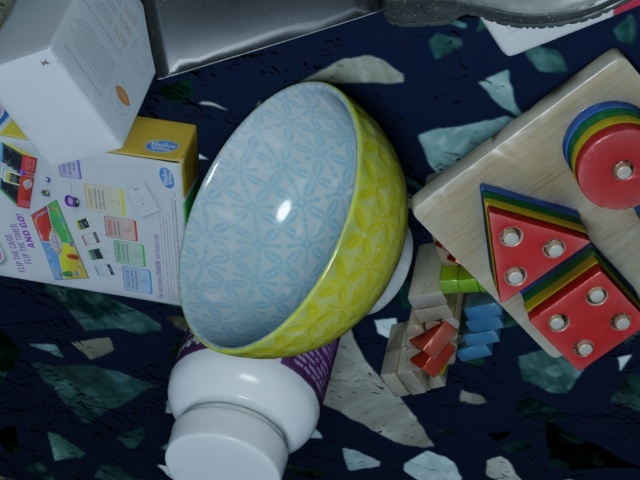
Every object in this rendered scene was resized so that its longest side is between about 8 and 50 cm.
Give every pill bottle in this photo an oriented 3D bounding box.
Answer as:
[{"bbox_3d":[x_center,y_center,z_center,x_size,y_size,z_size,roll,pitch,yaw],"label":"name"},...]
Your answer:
[{"bbox_3d":[-0.072,0.134,1.603,0.169,0.301,0.169,8,136,8],"label":"pill bottle"}]

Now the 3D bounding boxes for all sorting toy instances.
[{"bbox_3d":[0.269,-0.013,1.447,0.257,0.089,0.255,-37,118,17],"label":"sorting toy"}]

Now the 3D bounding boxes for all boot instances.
[{"bbox_3d":[0.128,-0.249,1.120,0.247,0.083,0.161,0,134,27],"label":"boot"}]

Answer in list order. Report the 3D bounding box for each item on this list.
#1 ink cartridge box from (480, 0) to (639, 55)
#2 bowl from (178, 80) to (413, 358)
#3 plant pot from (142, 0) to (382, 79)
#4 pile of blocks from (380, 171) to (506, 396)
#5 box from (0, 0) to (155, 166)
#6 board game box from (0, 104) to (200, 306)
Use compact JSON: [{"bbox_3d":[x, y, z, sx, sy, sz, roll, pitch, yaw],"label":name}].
[{"bbox_3d":[0.181,-0.329,1.180,0.226,0.131,0.306,-17,126,31],"label":"ink cartridge box"},{"bbox_3d":[0.000,0.000,1.484,0.156,0.289,0.289,25,139,-34],"label":"bowl"},{"bbox_3d":[-0.068,-0.246,1.216,0.188,0.187,0.167,-16,102,-1],"label":"plant pot"},{"bbox_3d":[0.159,0.078,1.619,0.149,0.112,0.362,13,137,3],"label":"pile of blocks"},{"bbox_3d":[-0.239,-0.181,1.423,0.091,0.170,0.130,-12,129,27],"label":"box"},{"bbox_3d":[-0.296,-0.048,1.654,0.317,0.064,0.242,10,137,6],"label":"board game box"}]
